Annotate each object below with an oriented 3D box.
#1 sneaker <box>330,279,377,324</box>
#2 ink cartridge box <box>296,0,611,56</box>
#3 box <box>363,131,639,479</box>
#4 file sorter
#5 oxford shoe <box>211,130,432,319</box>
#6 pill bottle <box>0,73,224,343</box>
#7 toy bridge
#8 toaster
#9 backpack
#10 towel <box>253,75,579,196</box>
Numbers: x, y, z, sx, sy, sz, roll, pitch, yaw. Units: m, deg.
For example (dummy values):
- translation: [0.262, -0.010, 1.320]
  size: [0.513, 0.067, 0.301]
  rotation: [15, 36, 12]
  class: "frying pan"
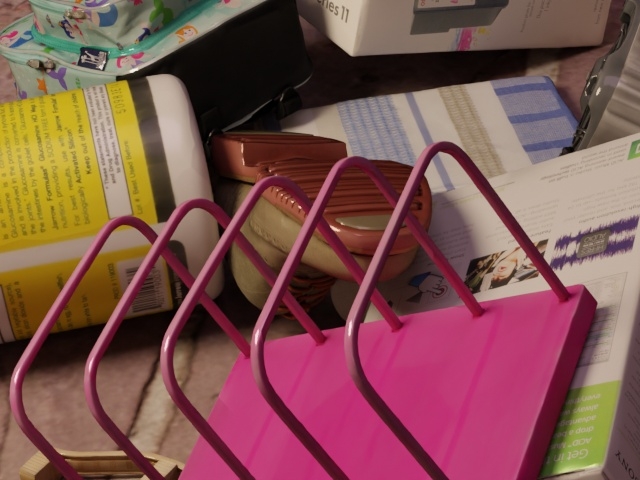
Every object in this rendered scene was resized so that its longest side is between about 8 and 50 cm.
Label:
- translation: [0.119, 0.021, 1.544]
  size: [0.212, 0.080, 0.094]
  rotation: [3, 30, 18]
  class: "sneaker"
- translation: [0.078, -0.264, 1.850]
  size: [0.353, 0.119, 0.207]
  rotation: [-5, 29, -29]
  class: "ink cartridge box"
- translation: [0.126, 0.069, 1.324]
  size: [0.232, 0.058, 0.322]
  rotation: [-17, 34, 33]
  class: "box"
- translation: [-0.018, 0.074, 1.231]
  size: [0.291, 0.182, 0.202]
  rotation: [-12, 38, 39]
  class: "file sorter"
- translation: [0.000, 0.000, 1.473]
  size: [0.123, 0.130, 0.348]
  rotation: [0, 11, -14]
  class: "oxford shoe"
- translation: [-0.254, -0.013, 1.557]
  size: [0.334, 0.188, 0.188]
  rotation: [-11, 34, -7]
  class: "pill bottle"
- translation: [-0.120, 0.179, 1.393]
  size: [0.188, 0.026, 0.063]
  rotation: [15, 38, 29]
  class: "toy bridge"
- translation: [0.285, -0.099, 1.616]
  size: [0.146, 0.129, 0.227]
  rotation: [24, 37, 3]
  class: "toaster"
- translation: [-0.166, -0.178, 1.779]
  size: [0.225, 0.191, 0.253]
  rotation: [-35, 26, -35]
  class: "backpack"
- translation: [0.089, -0.073, 1.723]
  size: [0.285, 0.034, 0.209]
  rotation: [-9, 32, -6]
  class: "towel"
